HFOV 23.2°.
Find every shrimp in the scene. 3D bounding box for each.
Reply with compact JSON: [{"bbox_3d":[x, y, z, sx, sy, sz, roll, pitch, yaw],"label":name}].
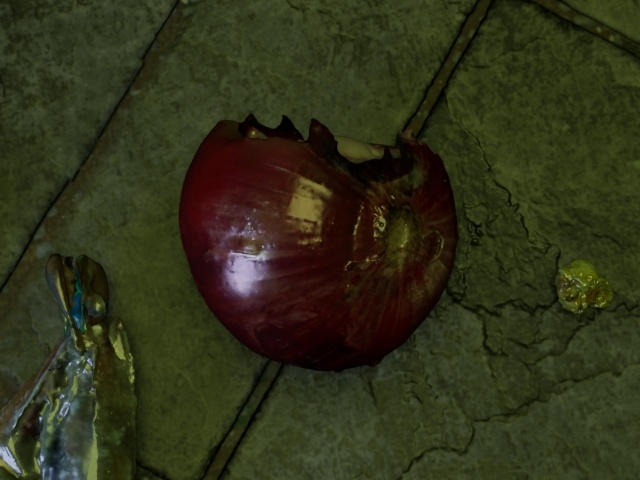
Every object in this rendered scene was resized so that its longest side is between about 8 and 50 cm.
[{"bbox_3d":[-0.326,0.238,1.917,0.221,0.110,0.445,6,83,9],"label":"shrimp"}]

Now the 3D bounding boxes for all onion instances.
[{"bbox_3d":[0.008,0.000,1.848,0.341,0.341,0.341,0,79,0],"label":"onion"}]

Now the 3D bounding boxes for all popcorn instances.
[{"bbox_3d":[0.334,0.059,1.969,0.083,0.059,0.068,23,80,-5],"label":"popcorn"}]
